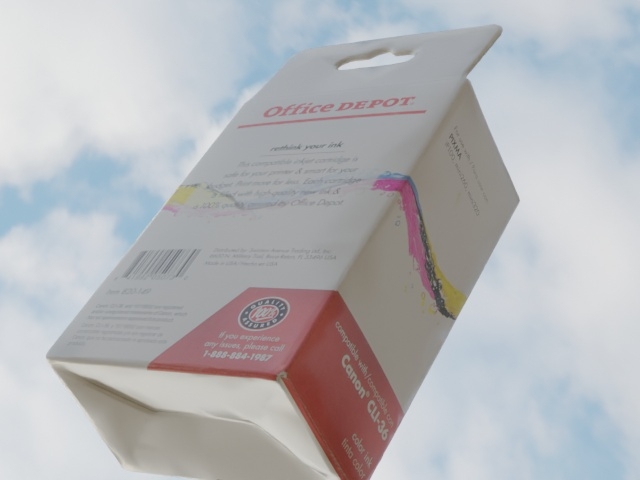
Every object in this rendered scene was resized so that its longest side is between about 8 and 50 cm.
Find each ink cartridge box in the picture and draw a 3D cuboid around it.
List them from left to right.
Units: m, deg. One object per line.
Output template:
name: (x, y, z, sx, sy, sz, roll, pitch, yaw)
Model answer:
ink cartridge box: (0.000, 0.000, 0.528, 0.115, 0.198, 0.067, 0, -48, 37)
